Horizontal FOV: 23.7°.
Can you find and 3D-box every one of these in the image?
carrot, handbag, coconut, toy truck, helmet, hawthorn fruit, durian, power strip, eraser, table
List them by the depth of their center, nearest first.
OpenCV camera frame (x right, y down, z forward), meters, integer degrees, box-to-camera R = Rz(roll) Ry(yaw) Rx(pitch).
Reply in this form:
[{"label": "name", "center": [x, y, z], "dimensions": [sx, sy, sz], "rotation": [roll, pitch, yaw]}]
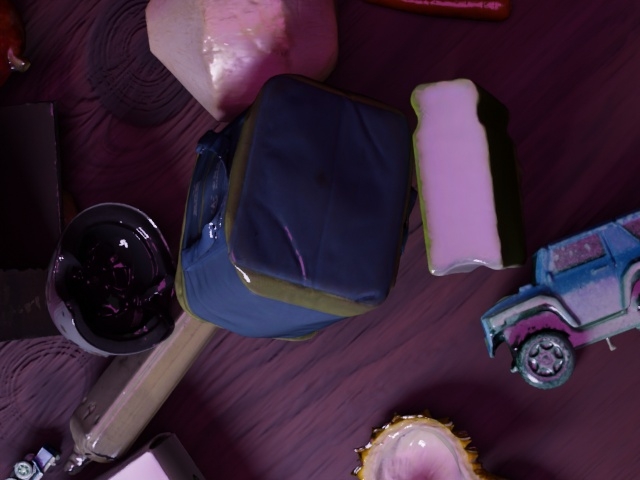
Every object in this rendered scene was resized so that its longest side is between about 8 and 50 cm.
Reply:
[{"label": "handbag", "center": [-0.034, -0.030, 1.647], "dimensions": [0.222, 0.241, 0.263], "rotation": [11, 73, -19]}, {"label": "eraser", "center": [0.169, -0.065, 1.699], "dimensions": [0.092, 0.274, 0.210], "rotation": [-7, 90, 14]}, {"label": "table", "center": [-0.440, -0.019, 1.740], "dimensions": [0.196, 0.250, 0.282], "rotation": [-3, 91, 27]}, {"label": "coconut", "center": [-0.090, -0.249, 1.747], "dimensions": [0.236, 0.197, 0.237], "rotation": [0, 96, 1]}, {"label": "toy truck", "center": [0.320, 0.067, 1.751], "dimensions": [0.278, 0.155, 0.156], "rotation": [-21, 82, 6]}, {"label": "helmet", "center": [-0.252, 0.056, 1.767], "dimensions": [0.153, 0.107, 0.177], "rotation": [13, 62, -29]}, {"label": "durian", "center": [0.149, 0.278, 1.795], "dimensions": [0.224, 0.078, 0.140], "rotation": [9, 77, 28]}, {"label": "hawthorn fruit", "center": [-0.425, -0.239, 1.799], "dimensions": [0.188, 0.169, 0.169], "rotation": [22, 94, 3]}, {"label": "carrot", "center": [0.133, -0.283, 1.805], "dimensions": [0.190, 0.037, 0.037], "rotation": [5, 93, 6]}, {"label": "power strip", "center": [-0.179, 0.125, 1.806], "dimensions": [0.066, 0.092, 0.388], "rotation": [39, 89, -26]}, {"label": "toy truck", "center": [-0.369, 0.336, 1.867], "dimensions": [0.081, 0.067, 0.175], "rotation": [36, 92, -3]}]

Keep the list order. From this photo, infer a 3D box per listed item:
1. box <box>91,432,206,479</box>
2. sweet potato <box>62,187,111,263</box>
[{"label": "box", "center": [-0.166, 0.414, 1.809], "dimensions": [0.173, 0.145, 0.333], "rotation": [-35, 89, 7]}, {"label": "sweet potato", "center": [-0.284, 0.002, 1.845], "dimensions": [0.218, 0.051, 0.065], "rotation": [41, 73, 2]}]
